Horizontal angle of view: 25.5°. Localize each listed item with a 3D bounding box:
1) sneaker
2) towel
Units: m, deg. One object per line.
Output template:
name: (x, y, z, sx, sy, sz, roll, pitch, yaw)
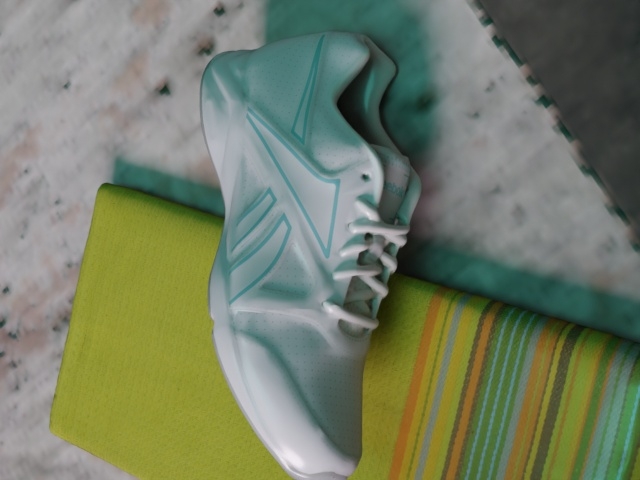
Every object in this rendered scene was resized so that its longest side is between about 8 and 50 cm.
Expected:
sneaker: (0.000, 0.000, 0.441, 0.061, 0.054, 0.152, -16, 67, 23)
towel: (0.006, 0.055, 0.476, 0.237, 0.021, 0.102, 17, 96, 33)
